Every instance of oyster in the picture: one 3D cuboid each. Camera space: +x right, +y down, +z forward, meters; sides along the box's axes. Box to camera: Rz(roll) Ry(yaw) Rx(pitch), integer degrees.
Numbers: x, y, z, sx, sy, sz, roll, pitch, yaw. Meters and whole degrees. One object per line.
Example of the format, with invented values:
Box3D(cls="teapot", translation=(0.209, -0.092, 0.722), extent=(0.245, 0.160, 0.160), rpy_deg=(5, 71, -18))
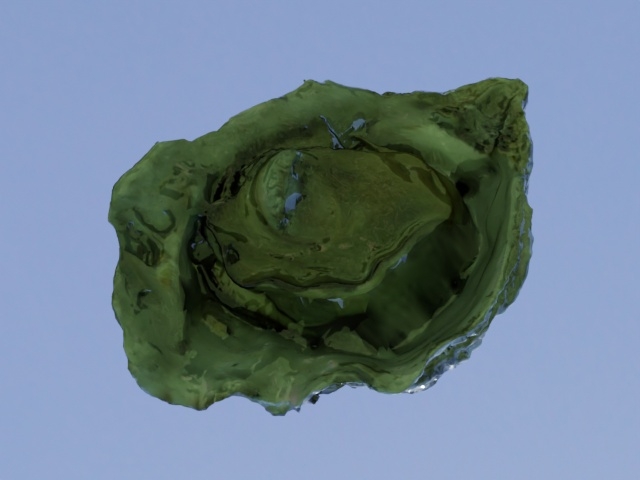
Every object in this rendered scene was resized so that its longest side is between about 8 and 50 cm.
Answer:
Box3D(cls="oyster", translation=(0.000, -0.001, 0.440), extent=(0.100, 0.037, 0.098), rpy_deg=(6, -118, -9))
